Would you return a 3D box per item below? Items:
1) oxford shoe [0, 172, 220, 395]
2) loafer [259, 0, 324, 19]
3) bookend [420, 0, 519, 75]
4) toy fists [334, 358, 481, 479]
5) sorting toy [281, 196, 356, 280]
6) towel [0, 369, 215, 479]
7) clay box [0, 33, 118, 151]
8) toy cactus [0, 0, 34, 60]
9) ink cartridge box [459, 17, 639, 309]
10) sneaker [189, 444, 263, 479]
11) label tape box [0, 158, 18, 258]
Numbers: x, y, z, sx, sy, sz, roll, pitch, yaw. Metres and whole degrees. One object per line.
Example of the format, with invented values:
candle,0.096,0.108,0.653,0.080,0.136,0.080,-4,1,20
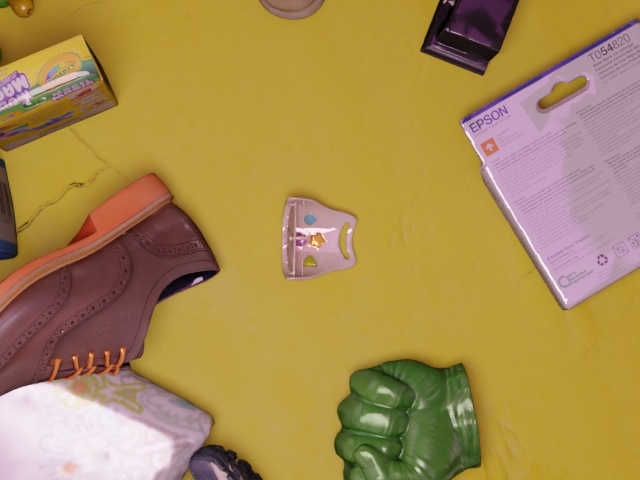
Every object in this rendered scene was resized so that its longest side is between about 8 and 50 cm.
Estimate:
oxford shoe,-0.236,0.082,1.414,0.133,0.130,0.363,47,59,1
loafer,0.004,-0.356,1.522,0.102,0.092,0.269,14,87,-2
bookend,0.167,-0.258,1.494,0.072,0.156,0.157,21,88,-2
toy fists,0.095,0.258,1.501,0.142,0.096,0.279,-10,90,-2
sorting toy,0.000,0.000,1.535,0.075,0.045,0.083,2,87,-10
towel,-0.329,0.264,1.486,0.320,0.090,0.374,28,87,-4
clay box,-0.266,-0.139,1.435,0.127,0.222,0.053,-23,89,-4
toy cactus,-0.388,-0.258,1.509,0.180,0.112,0.219,-24,92,15
ink cartridge box,0.285,-0.077,1.548,0.223,0.045,0.224,-29,88,-4
sneaker,-0.081,0.337,1.468,0.122,0.110,0.283,-21,101,4
label tape box,-0.476,-0.016,1.405,0.347,0.249,0.115,-6,88,-3
